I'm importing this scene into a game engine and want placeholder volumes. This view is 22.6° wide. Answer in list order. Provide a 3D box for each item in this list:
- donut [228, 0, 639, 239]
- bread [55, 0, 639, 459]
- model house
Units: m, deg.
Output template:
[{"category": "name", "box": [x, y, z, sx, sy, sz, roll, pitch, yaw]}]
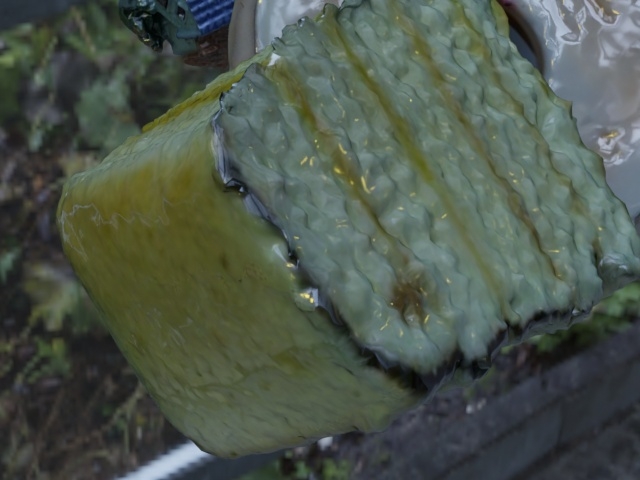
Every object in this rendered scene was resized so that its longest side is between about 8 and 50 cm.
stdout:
[{"category": "donut", "box": [0.118, -0.139, 1.229, 0.383, 0.382, 0.142, 3, 9, 0]}, {"category": "bread", "box": [-0.008, 0.004, 0.994, 0.395, 0.264, 0.239, -24, 87, -55]}, {"category": "model house", "box": [-0.120, -0.234, 1.659, 0.119, 0.148, 0.149, -33, 66, -32]}]
